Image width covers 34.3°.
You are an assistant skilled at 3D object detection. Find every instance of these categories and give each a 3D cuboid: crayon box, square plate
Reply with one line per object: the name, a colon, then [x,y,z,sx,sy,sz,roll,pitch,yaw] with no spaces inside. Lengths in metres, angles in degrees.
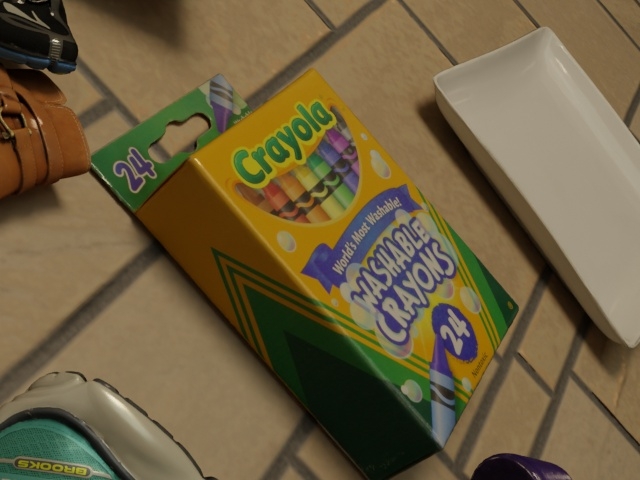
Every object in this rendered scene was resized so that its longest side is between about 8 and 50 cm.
crayon box: [0.000,0.000,0.809,0.323,0.083,0.203,48,38,-4]
square plate: [0.291,-0.074,1.193,0.347,0.049,0.344,54,38,3]

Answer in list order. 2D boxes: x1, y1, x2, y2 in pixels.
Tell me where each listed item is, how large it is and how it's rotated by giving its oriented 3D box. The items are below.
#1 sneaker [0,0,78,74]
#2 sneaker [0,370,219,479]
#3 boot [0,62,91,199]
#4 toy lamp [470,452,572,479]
sneaker: [-0.210,-0.186,0.725,0.067,0.078,0.188,12,40,-40]
sneaker: [-0.083,0.194,0.580,0.275,0.107,0.110,40,58,-7]
boot: [-0.207,-0.041,0.643,0.152,0.073,0.197,-1,64,-51]
toy lamp: [0.089,0.199,0.746,0.274,0.080,0.080,4,58,-42]
